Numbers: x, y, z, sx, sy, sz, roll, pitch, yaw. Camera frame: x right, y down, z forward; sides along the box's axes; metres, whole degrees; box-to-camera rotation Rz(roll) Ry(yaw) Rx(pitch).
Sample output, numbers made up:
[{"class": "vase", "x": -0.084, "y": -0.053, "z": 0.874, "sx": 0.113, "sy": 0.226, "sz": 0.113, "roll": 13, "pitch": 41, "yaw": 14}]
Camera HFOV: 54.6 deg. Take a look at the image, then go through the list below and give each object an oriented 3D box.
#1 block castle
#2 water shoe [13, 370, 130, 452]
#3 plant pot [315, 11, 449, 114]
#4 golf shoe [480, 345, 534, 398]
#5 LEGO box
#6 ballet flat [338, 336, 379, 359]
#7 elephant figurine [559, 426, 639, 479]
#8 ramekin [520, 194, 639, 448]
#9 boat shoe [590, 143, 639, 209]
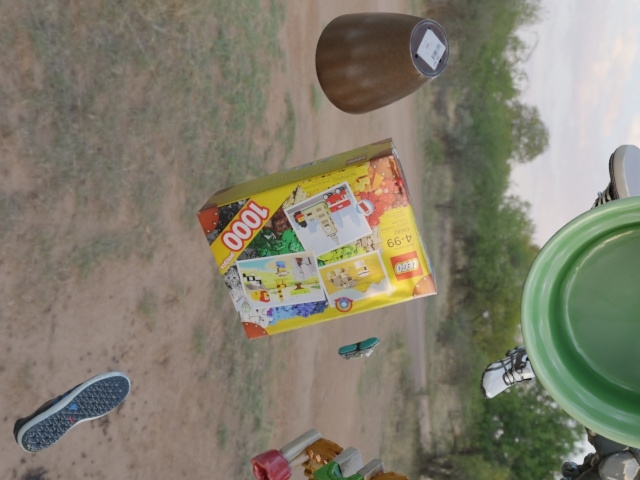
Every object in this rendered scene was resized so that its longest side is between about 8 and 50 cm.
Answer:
[{"class": "block castle", "x": 0.049, "y": 0.584, "z": 1.201, "sx": 0.213, "sy": 0.453, "sz": 0.302, "roll": -25, "pitch": 105, "yaw": -32}, {"class": "water shoe", "x": -0.437, "y": 0.285, "z": 1.086, "sx": 0.203, "sy": 0.080, "sz": 0.072, "roll": -28, "pitch": 116, "yaw": -35}, {"class": "plant pot", "x": 0.143, "y": -0.375, "z": 1.268, "sx": 0.215, "sy": 0.230, "sz": 0.215, "roll": -5, "pitch": 98, "yaw": -36}, {"class": "golf shoe", "x": 0.497, "y": 0.342, "z": 1.609, "sx": 0.198, "sy": 0.094, "sz": 0.077, "roll": -35, "pitch": 107, "yaw": -26}, {"class": "LEGO box", "x": 0.000, "y": 0.000, "z": 1.578, "sx": 0.193, "sy": 0.501, "sz": 0.372, "roll": -73, "pitch": 145, "yaw": -68}, {"class": "ballet flat", "x": 0.098, "y": 0.261, "z": 1.482, "sx": 0.041, "sy": 0.114, "sz": 0.041, "roll": 38, "pitch": 41, "yaw": -43}, {"class": "elephant figurine", "x": 0.556, "y": 0.402, "z": 1.150, "sx": 0.169, "sy": 0.186, "sz": 0.239, "roll": -105, "pitch": -154, "yaw": -61}, {"class": "ramekin", "x": 0.423, "y": 0.096, "z": 0.790, "sx": 0.148, "sy": 0.304, "sz": 0.303, "roll": -1, "pitch": 93, "yaw": -61}, {"class": "boat shoe", "x": 0.754, "y": -0.103, "z": 1.584, "sx": 0.127, "sy": 0.158, "sz": 0.340, "roll": -49, "pitch": 124, "yaw": -23}]
